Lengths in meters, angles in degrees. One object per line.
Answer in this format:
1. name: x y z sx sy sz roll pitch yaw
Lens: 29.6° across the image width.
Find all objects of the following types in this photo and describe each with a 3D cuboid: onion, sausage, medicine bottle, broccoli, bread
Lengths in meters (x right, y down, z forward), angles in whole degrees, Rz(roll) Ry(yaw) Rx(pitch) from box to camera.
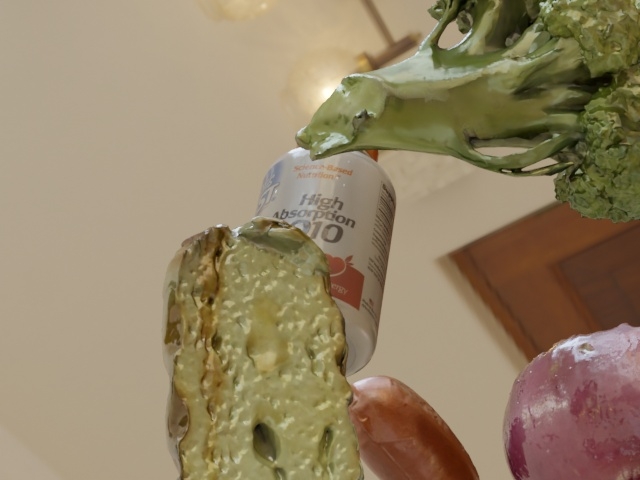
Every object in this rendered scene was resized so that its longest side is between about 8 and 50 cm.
1. onion: 0.414 0.289 1.610 0.358 0.358 0.345 34 -112 -52
2. sausage: 0.127 0.291 1.678 0.258 0.133 0.133 51 -157 -19
3. medicine bottle: 0.000 0.000 1.344 0.157 0.157 0.289 46 -140 -37
4. broccoli: 0.166 -0.159 0.988 0.302 0.186 0.254 18 -116 -15
5. bread: -0.044 0.098 0.826 0.088 0.128 0.232 115 153 -61
